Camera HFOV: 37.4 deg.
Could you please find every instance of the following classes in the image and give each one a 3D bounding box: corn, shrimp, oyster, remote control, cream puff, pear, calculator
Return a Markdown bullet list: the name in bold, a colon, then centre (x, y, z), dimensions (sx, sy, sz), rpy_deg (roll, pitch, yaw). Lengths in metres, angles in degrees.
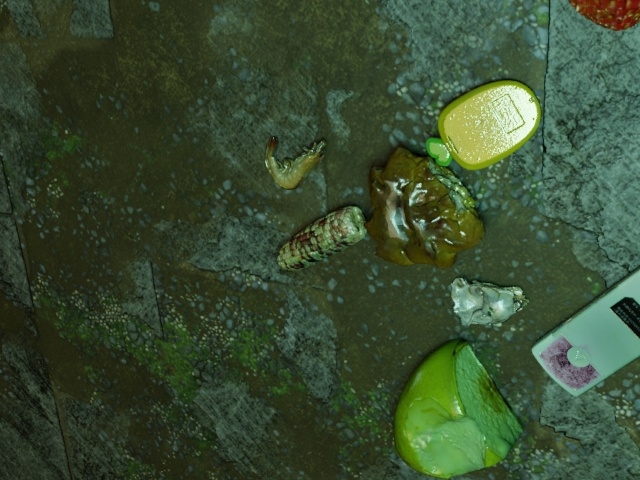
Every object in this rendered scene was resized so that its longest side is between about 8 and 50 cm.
- **corn**: centre (0.000, 0.000, 2.104), dimensions (0.253, 0.086, 0.086), rpy_deg (-29, 96, 39)
- **shrimp**: centre (-0.059, -0.192, 2.079), dimensions (0.124, 0.034, 0.178), rpy_deg (50, 132, 9)
- **oyster**: centre (0.350, 0.135, 1.980), dimensions (0.166, 0.053, 0.108), rpy_deg (10, 99, 34)
- **remote control**: centre (0.578, 0.177, 1.867), dimensions (0.145, 0.050, 0.344), rpy_deg (47, 128, 3)
- **cream puff**: centre (0.207, -0.055, 1.918), dimensions (0.269, 0.155, 0.241), rpy_deg (23, 117, 27)
- **pear**: centre (0.263, 0.400, 2.086), dimensions (0.282, 0.176, 0.286), rpy_deg (-31, 94, 39)
- **calculator**: centre (0.311, -0.217, 1.821), dimensions (0.235, 0.032, 0.146), rpy_deg (-30, 94, 23)

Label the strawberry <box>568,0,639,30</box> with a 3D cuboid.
- **strawberry**: centre (0.450, -0.516, 1.501), dimensions (0.292, 0.292, 0.343), rpy_deg (27, 138, 17)
